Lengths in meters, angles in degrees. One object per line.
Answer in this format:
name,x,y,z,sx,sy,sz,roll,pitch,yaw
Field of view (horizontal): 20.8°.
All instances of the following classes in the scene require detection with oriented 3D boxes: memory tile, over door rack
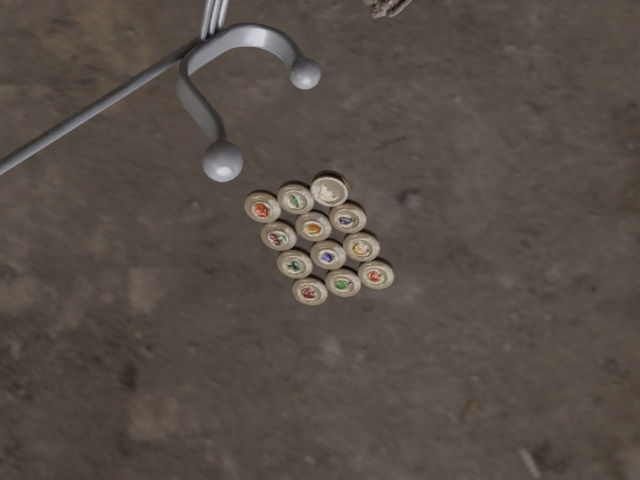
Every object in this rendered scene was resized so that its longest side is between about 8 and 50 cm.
memory tile,0.000,0.000,1.687,0.148,0.113,0.012,61,27,-31
over door rack,-0.088,-0.134,0.829,0.324,0.108,0.240,-26,141,-44

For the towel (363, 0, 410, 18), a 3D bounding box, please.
towel,0.136,-0.320,1.641,0.049,0.282,0.187,37,66,-11
